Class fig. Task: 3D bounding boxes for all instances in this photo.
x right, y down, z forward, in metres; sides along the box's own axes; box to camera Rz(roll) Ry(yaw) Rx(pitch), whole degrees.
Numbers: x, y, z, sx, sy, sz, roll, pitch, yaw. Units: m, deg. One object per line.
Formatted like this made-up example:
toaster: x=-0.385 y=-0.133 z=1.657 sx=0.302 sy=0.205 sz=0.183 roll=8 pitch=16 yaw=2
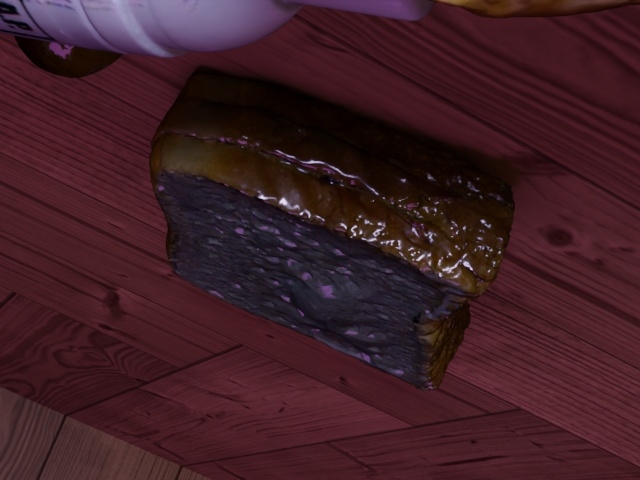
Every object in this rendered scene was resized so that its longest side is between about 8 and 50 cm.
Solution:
fig: x=-0.152 y=-0.145 z=0.823 sx=0.098 sy=0.082 sz=0.084 roll=0 pitch=-179 yaw=-37

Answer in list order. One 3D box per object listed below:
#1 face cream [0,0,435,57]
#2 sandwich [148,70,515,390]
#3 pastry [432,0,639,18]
face cream: x=-0.091 y=-0.161 z=0.609 sx=0.370 sy=0.145 sz=0.145 roll=13 pitch=158 yaw=23
sandwich: x=0.000 y=0.000 z=0.993 sx=0.271 sy=0.099 sz=0.301 roll=19 pitch=160 yaw=6
pastry: x=0.094 y=-0.192 z=0.334 sx=0.311 sy=0.162 sz=0.255 roll=-5 pitch=138 yaw=31
